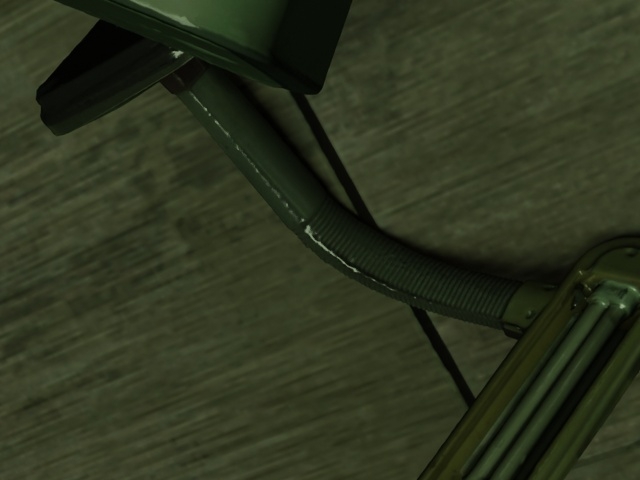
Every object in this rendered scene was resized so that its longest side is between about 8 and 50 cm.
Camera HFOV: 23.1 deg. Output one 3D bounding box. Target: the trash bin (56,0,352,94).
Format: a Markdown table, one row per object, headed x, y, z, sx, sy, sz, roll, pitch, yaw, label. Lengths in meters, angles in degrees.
| x | y | z | sx | sy | sz | roll | pitch | yaw | label |
| --- | --- | --- | --- | --- | --- | --- | --- | --- | --- |
| -0.047 | -0.249 | 0.537 | 0.223 | 0.158 | 0.343 | 23 | 94 | 8 | trash bin |

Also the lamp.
| x | y | z | sx | sy | sz | roll | pitch | yaw | label |
| --- | --- | --- | --- | --- | --- | --- | --- | --- | --- |
| -0.002 | 0.005 | 0.681 | 0.283 | 0.203 | 0.124 | 40 | 138 | -6 | lamp |
